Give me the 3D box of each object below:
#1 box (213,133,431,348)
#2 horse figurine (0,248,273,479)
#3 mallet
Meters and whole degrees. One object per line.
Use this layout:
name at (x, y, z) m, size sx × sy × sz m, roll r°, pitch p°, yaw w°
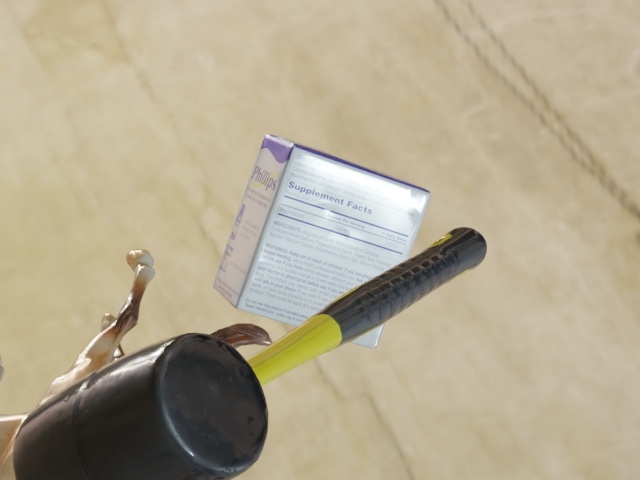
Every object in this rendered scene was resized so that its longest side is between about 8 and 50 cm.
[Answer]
box at (0.000, 0.000, 1.262) m, size 0.137 × 0.126 × 0.072 m, roll -70°, pitch -158°, yaw 5°
horse figurine at (-0.156, 0.102, 0.825) m, size 0.066 × 0.263 × 0.174 m, roll 57°, pitch 22°, yaw -36°
mallet at (-0.011, 0.032, 0.448) m, size 0.189 × 0.062 × 0.039 m, roll -26°, pitch 89°, yaw -60°
